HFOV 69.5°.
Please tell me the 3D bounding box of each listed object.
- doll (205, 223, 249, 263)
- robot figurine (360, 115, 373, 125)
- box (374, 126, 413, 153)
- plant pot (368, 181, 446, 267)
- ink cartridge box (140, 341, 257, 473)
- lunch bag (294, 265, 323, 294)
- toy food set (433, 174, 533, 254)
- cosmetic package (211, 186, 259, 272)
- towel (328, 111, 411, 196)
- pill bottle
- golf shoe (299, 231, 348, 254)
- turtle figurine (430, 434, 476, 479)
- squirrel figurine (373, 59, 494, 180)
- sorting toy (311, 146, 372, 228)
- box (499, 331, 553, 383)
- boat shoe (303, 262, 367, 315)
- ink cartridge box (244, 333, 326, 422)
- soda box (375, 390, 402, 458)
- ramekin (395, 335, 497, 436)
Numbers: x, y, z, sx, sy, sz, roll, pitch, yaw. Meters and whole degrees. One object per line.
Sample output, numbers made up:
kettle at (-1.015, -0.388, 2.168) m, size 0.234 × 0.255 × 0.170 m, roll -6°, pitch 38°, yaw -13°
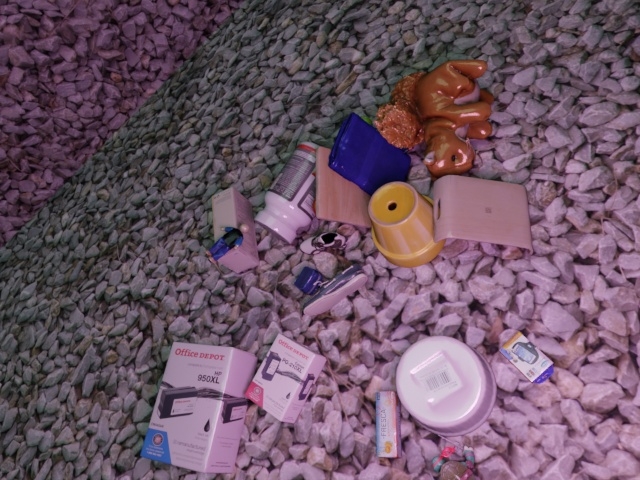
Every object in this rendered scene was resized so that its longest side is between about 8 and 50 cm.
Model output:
doll at (-0.347, -0.001, 1.740) m, size 0.189 × 0.046 × 0.129 m, roll -38°, pitch 56°, yaw 5°
robot figurine at (0.165, -0.458, 1.885) m, size 0.115 × 0.067 × 0.101 m, roll -46°, pitch 34°, yaw 0°
box at (0.230, -0.369, 1.821) m, size 0.233 × 0.044 × 0.159 m, roll -29°, pitch 56°, yaw 12°
plant pot at (0.272, -0.067, 1.530) m, size 0.254 × 0.239 × 0.254 m, roll -12°, pitch 61°, yaw 23°
ink cartridge box at (-0.414, 0.568, 1.607) m, size 0.285 × 0.166 × 0.395 m, roll -2°, pitch 65°, yaw 26°
lunch bag at (-0.039, 0.146, 1.690) m, size 0.067 × 0.065 × 0.098 m, roll 27°, pitch 81°, yaw 50°
toy food set at (0.510, -0.076, 1.452) m, size 0.306 × 0.092 × 0.219 m, roll 8°, pitch 66°, yaw -2°
cosmetic package at (-0.350, -0.044, 1.888) m, size 0.113 × 0.160 × 0.309 m, roll -21°, pitch 57°, yaw 17°
towel at (0.176, -0.285, 1.667) m, size 0.076 × 0.308 × 0.227 m, roll -1°, pitch 63°, yaw 60°
pill bottle at (-0.088, -0.183, 1.790) m, size 0.210 × 0.210 × 0.363 m, roll 28°, pitch 80°, yaw 35°
golf shoe at (0.000, 0.000, 1.726) m, size 0.198 × 0.094 × 0.077 m, roll -11°, pitch 62°, yaw 24°
turtle figurine at (0.366, 0.637, 1.209) m, size 0.234 × 0.118 × 0.175 m, roll 38°, pitch 86°, yaw 30°
squirrel figurine at (0.398, -0.403, 1.630) m, size 0.397 × 0.281 × 0.370 m, roll 10°, pitch 85°, yaw 19°
sorting toy at (0.077, -0.179, 1.672) m, size 0.089 × 0.255 × 0.257 m, roll -18°, pitch 68°, yaw 54°
box at (0.583, 0.333, 1.297) m, size 0.081 × 0.028 × 0.136 m, roll -43°, pitch 53°, yaw 1°
boat shoe at (0.041, 0.170, 1.617) m, size 0.254 × 0.095 × 0.079 m, roll -36°, pitch 56°, yaw 6°
ink cartridge box at (-0.115, 0.458, 1.549) m, size 0.172 × 0.100 × 0.237 m, roll 22°, pitch 77°, yaw 33°
soda box at (0.202, 0.545, 1.368) m, size 0.063 × 0.058 × 0.183 m, roll -9°, pitch 61°, yaw 23°
ramekin at (0.349, 0.405, 1.316) m, size 0.277 × 0.135 × 0.277 m, roll -12°, pitch 61°, yaw 22°
